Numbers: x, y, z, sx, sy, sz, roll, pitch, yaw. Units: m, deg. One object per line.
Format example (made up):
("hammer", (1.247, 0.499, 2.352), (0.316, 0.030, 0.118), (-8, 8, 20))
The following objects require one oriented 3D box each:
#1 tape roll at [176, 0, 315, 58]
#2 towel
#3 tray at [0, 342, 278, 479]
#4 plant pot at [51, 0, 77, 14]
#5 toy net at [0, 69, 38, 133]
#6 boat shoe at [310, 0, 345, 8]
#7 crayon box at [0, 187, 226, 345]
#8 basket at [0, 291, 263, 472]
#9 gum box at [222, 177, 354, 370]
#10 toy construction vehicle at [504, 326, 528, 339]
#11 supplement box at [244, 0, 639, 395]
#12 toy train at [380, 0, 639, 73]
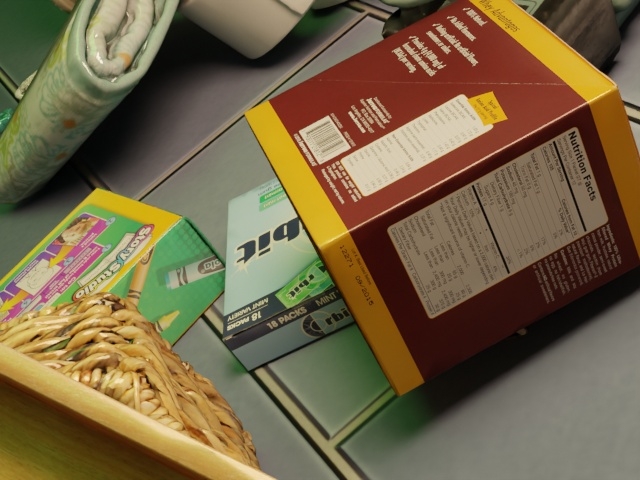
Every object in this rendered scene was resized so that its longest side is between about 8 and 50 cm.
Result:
("tape roll", (-0.040, -0.337, 1.300), (0.286, 0.100, 0.286), (-48, 21, 25))
("towel", (-0.227, -0.241, 1.341), (0.320, 0.090, 0.374), (-38, 27, 55))
("tray", (-0.125, 0.180, 0.586), (0.411, 0.076, 0.202), (23, 75, 18))
("plant pot", (-0.235, -0.503, 1.645), (0.306, 0.333, 0.333), (-13, 37, 14))
("toy net", (-0.386, -0.148, 1.540), (0.122, 0.045, 0.232), (-7, 40, 42))
("boat shoe", (0.073, -0.353, 1.326), (0.258, 0.084, 0.095), (-38, 32, -2))
("crayon box", (-0.225, 0.085, 1.031), (0.278, 0.081, 0.165), (-47, 33, -18))
("basket", (-0.184, 0.196, 0.716), (0.299, 0.213, 0.223), (-34, 30, 4))
("gum box", (0.000, 0.000, 0.966), (0.157, 0.041, 0.184), (-26, 32, 15))
("toy construction vehicle", (0.114, 0.026, 0.826), (0.098, 0.035, 0.086), (-14, 37, 31))
("supplement box", (0.082, -0.041, 0.794), (0.194, 0.129, 0.191), (-28, 34, -1))
("toy train", (0.187, -0.226, 1.013), (0.190, 0.142, 0.334), (19, 58, 40))
